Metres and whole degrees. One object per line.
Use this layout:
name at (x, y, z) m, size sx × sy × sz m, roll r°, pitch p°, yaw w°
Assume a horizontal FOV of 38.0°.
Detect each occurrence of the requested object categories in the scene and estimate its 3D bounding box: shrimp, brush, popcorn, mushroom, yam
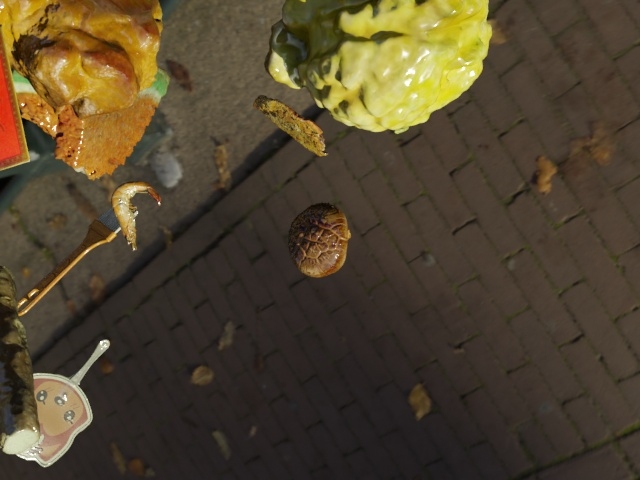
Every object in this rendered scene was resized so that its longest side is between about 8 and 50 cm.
shrimp at (-0.334, -0.045, 1.699) m, size 0.091 × 0.025 × 0.127 m, roll -7°, pitch 90°, yaw -7°
brush at (-0.497, 0.037, 1.862) m, size 0.090 × 0.314 × 0.017 m, roll 27°, pitch 158°, yaw 48°
popcorn at (0.061, -0.235, 1.014) m, size 0.251 × 0.206 × 0.237 m, roll 0°, pitch 97°, yaw 8°
mushroom at (-0.001, -0.001, 1.571) m, size 0.109 × 0.085 × 0.126 m, roll -7°, pitch 79°, yaw -2°
yam at (-0.371, 0.135, 1.100) m, size 0.061 × 0.061 × 0.274 m, roll -63°, pitch 38°, yaw 29°

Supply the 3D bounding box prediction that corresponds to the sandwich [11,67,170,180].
sandwich at (-0.341, -0.206, 1.406) m, size 0.109 × 0.292 × 0.212 m, roll 16°, pitch 85°, yaw 22°

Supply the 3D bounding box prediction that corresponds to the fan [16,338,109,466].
fan at (-0.401, 0.243, 1.448) m, size 0.132 × 0.220 × 0.009 m, roll 44°, pitch 164°, yaw -29°

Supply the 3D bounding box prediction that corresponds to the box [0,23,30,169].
box at (-0.438, -0.157, 1.030) m, size 0.239 × 0.074 × 0.153 m, roll 6°, pitch 108°, yaw 33°

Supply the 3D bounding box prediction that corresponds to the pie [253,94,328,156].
pie at (-0.051, -0.211, 1.655) m, size 0.170 × 0.034 × 0.092 m, roll 37°, pitch 162°, yaw 6°

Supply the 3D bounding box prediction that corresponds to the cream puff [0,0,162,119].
cream puff at (-0.293, -0.269, 1.120) m, size 0.241 × 0.269 × 0.155 m, roll 35°, pitch 125°, yaw -7°
